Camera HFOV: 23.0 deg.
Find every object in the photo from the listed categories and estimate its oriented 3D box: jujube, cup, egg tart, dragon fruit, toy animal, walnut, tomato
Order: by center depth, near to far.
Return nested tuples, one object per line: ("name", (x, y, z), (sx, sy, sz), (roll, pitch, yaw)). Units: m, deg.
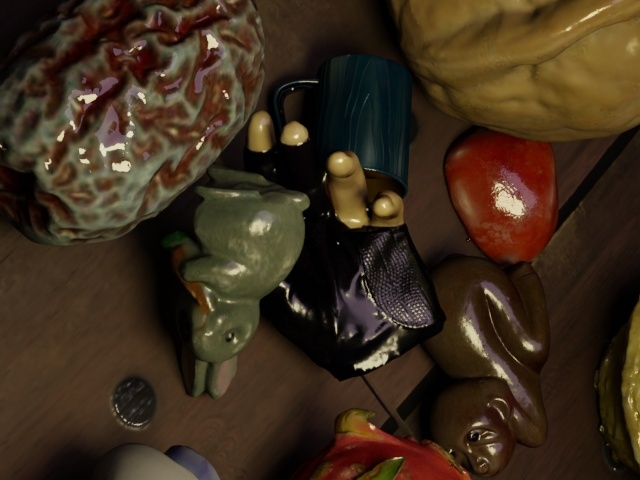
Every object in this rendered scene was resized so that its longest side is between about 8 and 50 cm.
("jujube", (-0.186, -0.133, 1.452), (0.317, 0.226, 0.226), (-44, 107, -35))
("toy animal", (-0.088, 0.051, 1.504), (0.138, 0.108, 0.236), (6, 99, 3))
("dragon fruit", (0.058, 0.293, 1.559), (0.227, 0.224, 0.224), (-46, 110, -17))
("cup", (0.030, -0.125, 1.702), (0.150, 0.113, 0.138), (20, 65, -36))
("walnut", (0.259, -0.281, 1.770), (0.381, 0.381, 0.381), (11, 73, -37))
("tomato", (0.240, -0.063, 1.880), (0.166, 0.082, 0.174), (-28, 95, -41))
("egg tart", (0.459, 0.198, 1.963), (0.345, 0.132, 0.345), (12, 71, -37))

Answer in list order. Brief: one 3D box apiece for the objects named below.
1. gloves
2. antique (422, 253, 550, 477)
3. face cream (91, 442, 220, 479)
("gloves", (-0.001, 0.003, 1.612), (0.197, 0.152, 0.301), (-29, 119, -17))
("antique", (0.175, 0.138, 1.754), (0.143, 0.121, 0.257), (11, 72, -30))
("face cream", (-0.230, 0.327, 1.333), (0.137, 0.235, 0.420), (34, 51, 13))
